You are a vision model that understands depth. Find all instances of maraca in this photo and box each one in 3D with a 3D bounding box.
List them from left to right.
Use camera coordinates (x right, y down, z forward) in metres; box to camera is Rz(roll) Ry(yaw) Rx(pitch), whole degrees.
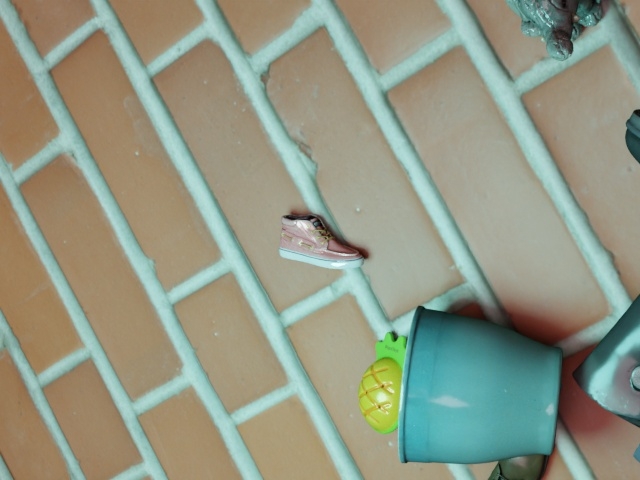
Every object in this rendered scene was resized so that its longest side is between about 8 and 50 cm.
[{"bbox_3d":[0.125,0.264,2.009,0.127,0.099,0.186,8,89,53],"label":"maraca"}]

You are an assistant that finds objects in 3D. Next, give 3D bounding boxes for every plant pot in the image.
[{"bbox_3d":[0.279,0.258,1.853,0.255,0.271,0.272,5,102,11],"label":"plant pot"}]

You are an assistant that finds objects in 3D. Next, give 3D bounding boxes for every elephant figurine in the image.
[{"bbox_3d":[0.355,-0.387,1.689,0.186,0.239,0.169,25,110,21],"label":"elephant figurine"}]

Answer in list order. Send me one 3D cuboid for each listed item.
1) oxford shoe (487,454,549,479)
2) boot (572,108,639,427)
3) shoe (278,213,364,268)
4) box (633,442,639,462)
[{"bbox_3d":[0.338,0.431,1.935,0.083,0.096,0.227,31,110,21],"label":"oxford shoe"},{"bbox_3d":[0.545,0.065,1.747,0.367,0.146,0.445,37,118,18],"label":"boot"},{"bbox_3d":[0.000,0.000,2.040,0.178,0.063,0.081,10,109,29],"label":"shoe"},{"bbox_3d":[0.666,0.205,1.548,0.179,0.312,0.343,43,126,34],"label":"box"}]
